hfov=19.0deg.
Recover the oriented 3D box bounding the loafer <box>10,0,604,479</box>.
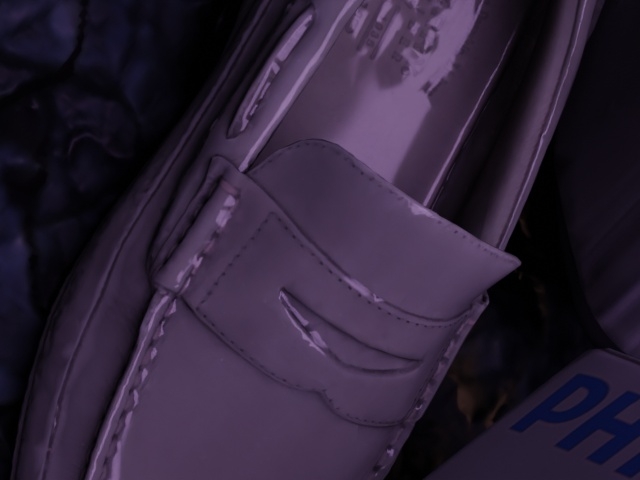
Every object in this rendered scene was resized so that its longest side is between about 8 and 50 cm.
[{"bbox_3d":[0.000,0.000,0.567,0.112,0.111,0.320,25,81,-26],"label":"loafer"}]

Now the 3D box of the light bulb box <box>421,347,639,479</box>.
[{"bbox_3d":[0.068,0.284,0.491,0.361,0.225,0.358,-35,111,-15],"label":"light bulb box"}]

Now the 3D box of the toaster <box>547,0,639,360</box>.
[{"bbox_3d":[0.150,-0.051,0.577,0.129,0.146,0.227,11,57,-17],"label":"toaster"}]
